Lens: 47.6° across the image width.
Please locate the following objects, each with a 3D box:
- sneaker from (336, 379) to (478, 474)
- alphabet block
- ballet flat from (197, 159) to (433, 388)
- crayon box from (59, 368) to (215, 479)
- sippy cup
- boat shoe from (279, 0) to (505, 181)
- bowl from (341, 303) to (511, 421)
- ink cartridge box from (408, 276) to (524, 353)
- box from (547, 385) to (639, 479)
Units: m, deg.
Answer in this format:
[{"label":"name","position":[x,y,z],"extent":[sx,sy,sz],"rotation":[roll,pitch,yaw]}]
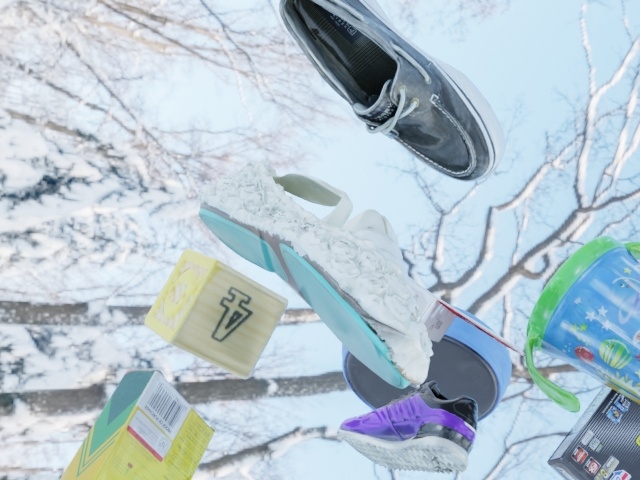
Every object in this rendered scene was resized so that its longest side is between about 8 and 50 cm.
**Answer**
[{"label":"sneaker","position":[0.160,0.315,1.262],"extent":[0.293,0.102,0.146],"rotation":[-11,-138,49]},{"label":"alphabet block","position":[-0.221,0.151,1.531],"extent":[0.192,0.197,0.193],"rotation":[11,-109,59]},{"label":"ballet flat","position":[0.000,0.000,0.798],"extent":[0.409,0.147,0.147],"rotation":[35,-67,46]},{"label":"crayon box","position":[-0.324,0.405,1.231],"extent":[0.081,0.202,0.318],"rotation":[-4,-137,32]},{"label":"sippy cup","position":[0.501,0.146,1.191],"extent":[0.224,0.240,0.305],"rotation":[41,-73,36]},{"label":"boat shoe","position":[0.075,-0.176,0.850],"extent":[0.121,0.335,0.119],"rotation":[-41,-168,43]},{"label":"bowl","position":[0.233,0.296,1.658],"extent":[0.391,0.391,0.077],"rotation":[-44,-164,42]},{"label":"ink cartridge box","position":[0.168,0.115,1.058],"extent":[0.261,0.296,0.066],"rotation":[35,-89,19]},{"label":"box","position":[0.559,0.360,1.256],"extent":[0.216,0.270,0.060],"rotation":[43,-22,10]}]
